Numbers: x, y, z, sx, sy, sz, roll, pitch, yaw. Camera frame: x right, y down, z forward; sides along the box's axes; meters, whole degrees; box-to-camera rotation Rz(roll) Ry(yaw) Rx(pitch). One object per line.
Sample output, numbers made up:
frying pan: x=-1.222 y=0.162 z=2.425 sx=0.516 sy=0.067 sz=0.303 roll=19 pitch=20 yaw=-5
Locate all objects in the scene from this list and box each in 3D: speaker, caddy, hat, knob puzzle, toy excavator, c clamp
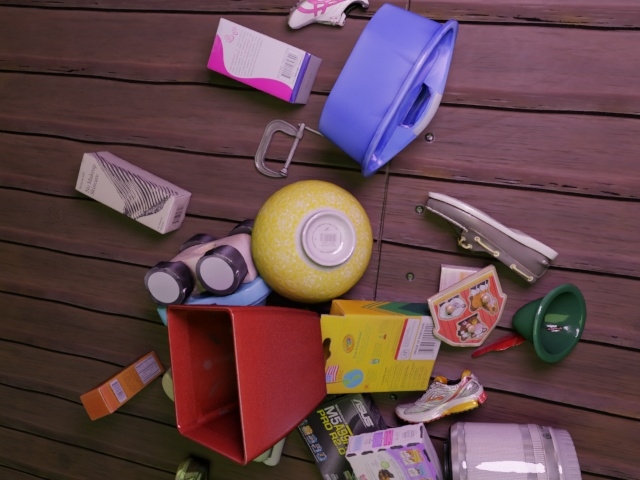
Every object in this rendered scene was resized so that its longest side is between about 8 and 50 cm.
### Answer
speaker: x=-0.126 y=0.559 z=1.337 sx=0.055 sy=0.055 sz=0.136 roll=18 pitch=107 yaw=10
caddy: x=0.150 y=-0.293 z=0.967 sx=0.179 sy=0.241 sz=0.341 roll=33 pitch=109 yaw=10
hat: x=0.468 y=0.176 z=1.104 sx=0.208 sy=0.183 sz=0.173 roll=-29 pitch=110 yaw=-23
knob puzzle: x=0.346 y=0.173 z=1.089 sx=0.213 sy=0.030 sz=0.213 roll=-7 pitch=114 yaw=-15
toy excavator: x=-0.280 y=0.220 z=1.233 sx=0.433 sy=0.222 sz=0.445 roll=-14 pitch=107 yaw=19
c clamp: x=-0.086 y=-0.220 z=1.160 sx=0.137 sy=0.022 sz=0.160 roll=32 pitch=108 yaw=6

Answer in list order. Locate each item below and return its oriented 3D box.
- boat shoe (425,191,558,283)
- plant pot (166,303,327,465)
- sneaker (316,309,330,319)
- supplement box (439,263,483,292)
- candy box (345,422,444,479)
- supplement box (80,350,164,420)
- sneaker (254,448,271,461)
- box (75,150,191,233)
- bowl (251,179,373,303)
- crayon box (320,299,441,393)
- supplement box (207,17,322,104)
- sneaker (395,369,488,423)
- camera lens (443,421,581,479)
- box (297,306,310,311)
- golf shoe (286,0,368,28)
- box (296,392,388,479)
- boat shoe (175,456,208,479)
boat shoe: x=0.359 y=-0.009 z=1.046 sx=0.305 sy=0.109 sz=0.091 roll=28 pitch=104 yaw=3
plant pot: x=-0.137 y=0.248 z=0.970 sx=0.267 sy=0.236 sz=0.267 roll=-7 pitch=89 yaw=48
sneaker: x=0.021 y=0.265 z=1.220 sx=0.087 sy=0.130 sz=0.227 roll=0 pitch=131 yaw=17
supplement box: x=0.329 y=0.093 z=1.115 sx=0.098 sy=0.036 sz=0.062 roll=6 pitch=105 yaw=12
candy box: x=0.183 y=0.547 z=1.167 sx=0.196 sy=0.070 sz=0.164 roll=-18 pitch=108 yaw=18
supplement box: x=-0.536 y=0.392 z=1.311 sx=0.078 sy=0.233 sz=0.080 roll=-26 pitch=92 yaw=19
sneaker: x=-0.212 y=0.466 z=1.266 sx=0.108 sy=0.169 sz=0.292 roll=13 pitch=103 yaw=48
box: x=-0.488 y=-0.128 z=1.250 sx=0.275 sy=0.094 sz=0.113 roll=25 pitch=108 yaw=8
bowl: x=0.000 y=0.000 z=1.050 sx=0.290 sy=0.156 sz=0.289 roll=1 pitch=88 yaw=-16
crayon box: x=0.118 y=0.244 z=1.102 sx=0.319 sy=0.081 sz=0.202 roll=6 pitch=107 yaw=-22
supplement box: x=-0.125 y=-0.401 z=1.080 sx=0.220 sy=0.114 sz=0.111 roll=25 pitch=109 yaw=7
sneaker: x=0.289 y=0.384 z=1.180 sx=0.225 sy=0.088 sz=0.092 roll=-25 pitch=78 yaw=17
camera lens: x=0.429 y=0.535 z=1.096 sx=0.274 sy=0.219 sz=0.219 roll=-5 pitch=102 yaw=16
box: x=-0.090 y=0.237 z=1.184 sx=0.109 sy=0.178 sz=0.042 roll=-14 pitch=111 yaw=17
golf shoe: x=0.015 y=-0.504 z=1.042 sx=0.186 sy=0.067 sz=0.086 roll=-21 pitch=98 yaw=18
box: x=0.076 y=0.535 z=1.274 sx=0.216 sy=0.060 sz=0.270 roll=-25 pitch=96 yaw=19
boat shoe: x=-0.383 y=0.796 z=1.438 sx=0.092 sy=0.103 sz=0.285 roll=7 pitch=99 yaw=18
